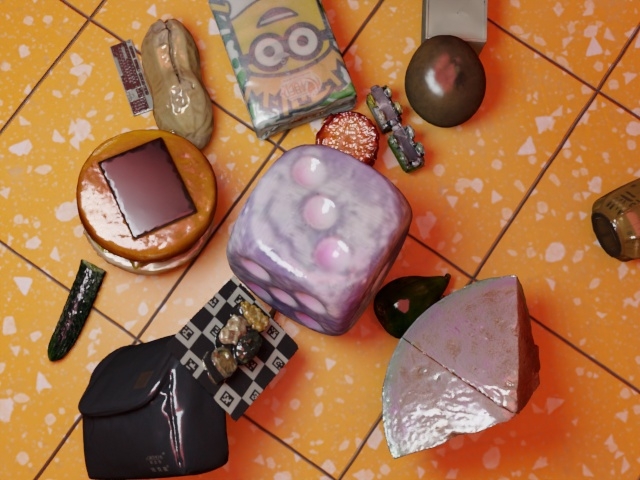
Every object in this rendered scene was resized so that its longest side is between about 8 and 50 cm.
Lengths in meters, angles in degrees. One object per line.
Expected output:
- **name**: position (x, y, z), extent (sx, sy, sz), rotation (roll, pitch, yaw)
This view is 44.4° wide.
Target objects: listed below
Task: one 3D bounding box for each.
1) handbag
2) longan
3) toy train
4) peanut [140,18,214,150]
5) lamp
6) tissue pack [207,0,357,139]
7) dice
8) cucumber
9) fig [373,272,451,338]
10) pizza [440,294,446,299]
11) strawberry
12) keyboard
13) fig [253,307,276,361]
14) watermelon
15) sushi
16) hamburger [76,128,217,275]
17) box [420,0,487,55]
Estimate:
- **handbag**: position (-0.323, 0.298, 1.449), extent (0.302, 0.178, 0.275), rotation (-15, 81, 38)
- **longan**: position (0.257, -0.328, 1.619), extent (0.167, 0.167, 0.187), rotation (-5, 117, -2)
- **toy train**: position (0.158, -0.235, 1.650), extent (0.060, 0.081, 0.202), rotation (-26, 76, -6)
- **peanut**: position (-0.299, -0.323, 1.631), extent (0.130, 0.130, 0.290), rotation (-15, 80, -3)
- **lamp**: position (0.657, -0.050, 1.592), extent (0.185, 0.161, 0.161), rotation (-23, 82, -4)
- **tissue pack**: position (-0.077, -0.394, 1.643), extent (0.228, 0.128, 0.311), rotation (-20, 82, -2)
- **dice**: position (0.000, 0.000, 1.491), extent (0.271, 0.270, 0.270), rotation (30, 70, 10)
- **cucumber**: position (-0.501, 0.146, 1.592), extent (0.058, 0.052, 0.215), rotation (18, 81, 22)
- **fig**: position (0.194, 0.116, 1.581), extent (0.177, 0.117, 0.117), rotation (-32, 83, -5)
- **pizza**: position (0.253, 0.143, 1.618), extent (0.078, 0.025, 0.083), rotation (18, 82, 1)
- **strawberry**: position (0.058, -0.198, 1.636), extent (0.145, 0.086, 0.145), rotation (0, 79, -1)
- **keyboard**: position (-0.403, -0.351, 1.687), extent (0.055, 0.017, 0.166), rotation (-20, 82, -4)
- **fig**: position (-0.134, 0.213, 1.546), extent (0.202, 0.148, 0.149), rotation (-18, 115, -30)
- **watermelon**: position (0.287, 0.272, 1.525), extent (0.292, 0.222, 0.319), rotation (-17, 53, 21)
- **sushi**: position (-0.141, 0.185, 1.421), extent (0.192, 0.050, 0.215), rotation (49, 47, -7)
- **hamburger**: position (-0.340, -0.073, 1.541), extent (0.291, 0.225, 0.291), rotation (1, 81, -9)
- **box**: position (0.287, -0.519, 1.690), extent (0.129, 0.086, 0.225), rotation (3, 81, 0)
